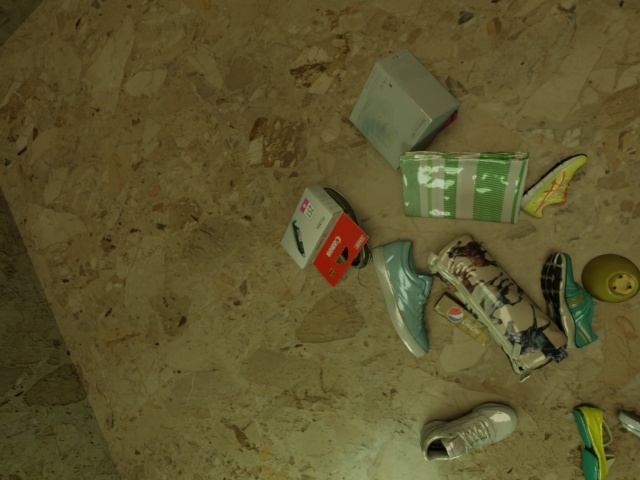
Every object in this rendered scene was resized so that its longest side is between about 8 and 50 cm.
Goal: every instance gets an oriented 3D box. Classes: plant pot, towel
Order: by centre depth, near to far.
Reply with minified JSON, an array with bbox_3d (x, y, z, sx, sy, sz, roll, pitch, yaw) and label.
[{"bbox_3d":[0.778,0.106,1.058,0.134,0.095,0.134,1,93,20],"label":"plant pot"},{"bbox_3d":[0.392,-0.145,1.131,0.325,0.038,0.247,5,139,22],"label":"towel"}]

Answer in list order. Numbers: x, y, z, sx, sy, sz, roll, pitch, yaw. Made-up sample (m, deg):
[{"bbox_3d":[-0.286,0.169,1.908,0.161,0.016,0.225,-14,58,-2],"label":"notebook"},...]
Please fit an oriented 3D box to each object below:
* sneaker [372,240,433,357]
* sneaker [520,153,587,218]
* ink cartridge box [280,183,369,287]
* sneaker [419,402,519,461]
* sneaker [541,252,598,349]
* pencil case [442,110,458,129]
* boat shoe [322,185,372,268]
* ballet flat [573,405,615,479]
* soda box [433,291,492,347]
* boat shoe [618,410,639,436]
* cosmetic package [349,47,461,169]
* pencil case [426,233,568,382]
[{"bbox_3d":[0.283,0.171,1.226,0.150,0.135,0.365,-22,87,23],"label":"sneaker"},{"bbox_3d":[0.647,-0.146,1.102,0.094,0.081,0.208,47,119,11],"label":"sneaker"},{"bbox_3d":[0.000,0.000,1.283,0.239,0.060,0.275,49,136,19],"label":"ink cartridge box"},{"bbox_3d":[0.438,0.585,1.189,0.305,0.152,0.114,-29,81,18],"label":"sneaker"},{"bbox_3d":[0.689,0.162,1.108,0.110,0.107,0.275,-13,96,5],"label":"sneaker"},{"bbox_3d":[0.314,-0.426,1.192,0.095,0.098,0.209,-41,81,17],"label":"pencil case"},{"bbox_3d":[0.070,-0.046,1.311,0.109,0.091,0.304,-31,83,19],"label":"boat shoe"},{"bbox_3d":[0.767,0.574,1.111,0.077,0.077,0.230,-9,89,4],"label":"ballet flat"},{"bbox_3d":[0.435,0.236,1.214,0.181,0.058,0.061,37,105,14],"label":"soda box"},{"bbox_3d":[0.901,0.549,1.044,0.258,0.095,0.084,31,99,17],"label":"boat shoe"},{"bbox_3d":[0.229,-0.367,1.148,0.224,0.138,0.224,49,152,10],"label":"cosmetic package"},{"bbox_3d":[0.475,0.170,1.112,0.410,0.184,0.160,52,133,18],"label":"pencil case"}]
